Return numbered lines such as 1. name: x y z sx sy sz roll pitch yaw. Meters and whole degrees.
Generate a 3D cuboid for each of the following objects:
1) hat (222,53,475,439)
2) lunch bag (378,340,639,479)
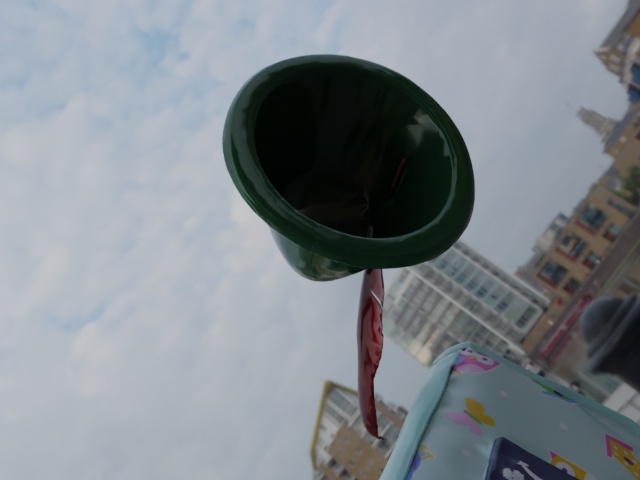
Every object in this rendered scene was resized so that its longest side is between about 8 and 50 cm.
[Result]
1. hat: 0.000 0.000 0.539 0.183 0.173 0.208 114 167 -52
2. lunch bag: 0.117 0.203 0.392 0.160 0.262 0.223 -26 9 29
